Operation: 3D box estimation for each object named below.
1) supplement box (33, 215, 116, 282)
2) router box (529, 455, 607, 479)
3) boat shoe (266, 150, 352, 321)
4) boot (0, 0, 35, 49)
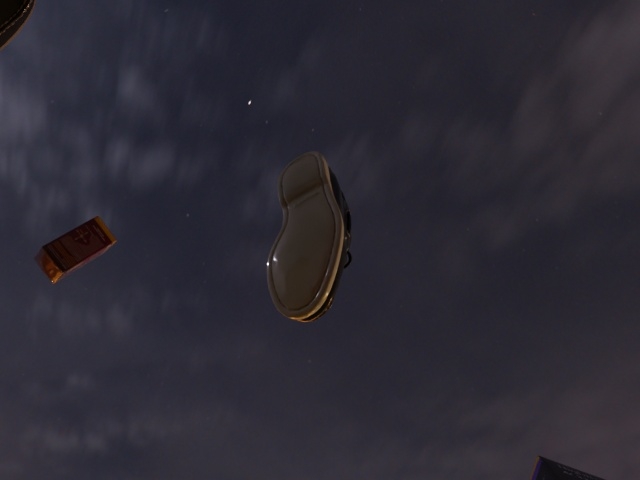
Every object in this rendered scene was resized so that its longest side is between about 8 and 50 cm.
[{"bbox_3d":[-0.320,0.012,0.693,0.055,0.083,0.043,-27,-79,47],"label":"supplement box"},{"bbox_3d":[0.316,0.272,0.354,0.309,0.243,0.081,17,-91,9],"label":"router box"},{"bbox_3d":[-0.004,0.001,0.809,0.127,0.340,0.113,-28,-52,15],"label":"boat shoe"},{"bbox_3d":[-0.520,-0.278,0.684,0.284,0.377,0.138,16,-41,50],"label":"boot"}]
